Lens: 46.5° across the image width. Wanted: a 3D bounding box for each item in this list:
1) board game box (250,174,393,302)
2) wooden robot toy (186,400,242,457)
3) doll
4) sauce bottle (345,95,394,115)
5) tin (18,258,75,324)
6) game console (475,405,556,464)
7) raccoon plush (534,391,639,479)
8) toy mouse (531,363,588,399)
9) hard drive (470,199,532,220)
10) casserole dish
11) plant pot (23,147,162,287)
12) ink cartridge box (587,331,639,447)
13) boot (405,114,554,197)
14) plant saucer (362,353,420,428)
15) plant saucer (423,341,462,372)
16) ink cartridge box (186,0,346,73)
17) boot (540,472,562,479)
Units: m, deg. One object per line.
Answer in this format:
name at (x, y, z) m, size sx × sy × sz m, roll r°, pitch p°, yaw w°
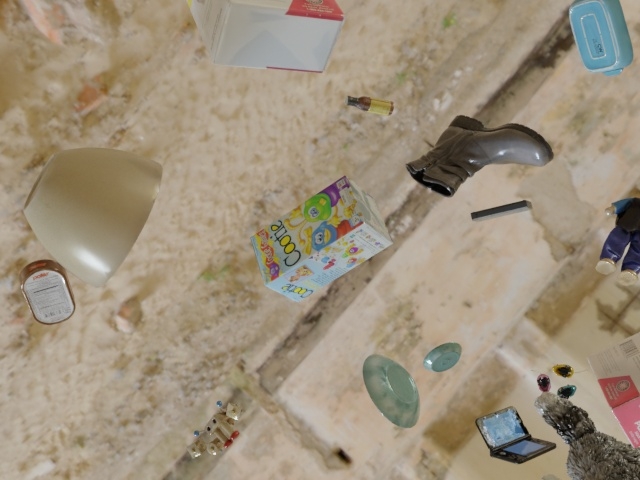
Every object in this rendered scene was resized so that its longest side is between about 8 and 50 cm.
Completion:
board game box at (0.000, 0.000, 1.708) m, size 0.275 × 0.142 × 0.144 m, roll -32°, pitch 146°, yaw 17°
wooden robot toy at (-0.197, 0.382, 1.530) m, size 0.173 × 0.076 × 0.079 m, roll -53°, pitch 168°, yaw 22°
doll at (0.526, -0.014, 1.225) m, size 0.189 × 0.129 × 0.046 m, roll -56°, pitch 167°, yaw -23°
sauce bottle at (0.129, -0.359, 1.962) m, size 0.042 × 0.128 × 0.042 m, roll -171°, pitch -90°, yaw -77°
tin at (-0.641, 0.125, 1.755) m, size 0.106 × 0.040 × 0.189 m, roll -20°, pitch 135°, yaw -19°
game console at (0.386, 0.382, 1.468) m, size 0.122 × 0.071 × 0.107 m, roll -8°, pitch -176°, yaw -36°
raccoon plush at (0.676, 0.601, 1.920) m, size 0.299 × 0.446 × 0.216 m, roll 7°, pitch 112°, yaw -55°
toy mouse at (0.704, 0.433, 2.232) m, size 0.031 × 0.161 × 0.143 m, roll -59°, pitch 158°, yaw -76°
hard drive at (0.441, -0.072, 1.806) m, size 0.135 × 0.022 × 0.094 m, roll -14°, pitch 174°, yaw 22°
casserole dish at (0.565, -0.420, 1.516) m, size 0.037 × 0.188 × 0.114 m, roll -30°, pitch -163°, yaw -28°
plant pot at (-0.467, -0.073, 1.474) m, size 0.284 × 0.191 × 0.284 m, roll -42°, pitch -148°, yaw 34°
ink cartridge box at (0.715, 0.266, 1.505) m, size 0.283 × 0.117 × 0.207 m, roll -30°, pitch -165°, yaw 16°
boot at (0.386, -0.185, 1.836) m, size 0.223 × 0.338 × 0.118 m, roll -45°, pitch 123°, yaw -17°
plant saucer at (0.181, 0.347, 1.762) m, size 0.037 × 0.195 × 0.195 m, roll -39°, pitch 170°, yaw 29°
plant saucer at (0.342, 0.329, 2.059) m, size 0.119 × 0.021 × 0.119 m, roll -14°, pitch 135°, yaw -14°
ink cartridge box at (-0.151, -0.570, 1.719) m, size 0.279 × 0.384 × 0.160 m, roll -2°, pitch 139°, yaw -27°
boot at (0.478, 0.609, 1.499) m, size 0.176 × 0.244 × 0.088 m, roll -35°, pitch -176°, yaw -9°
